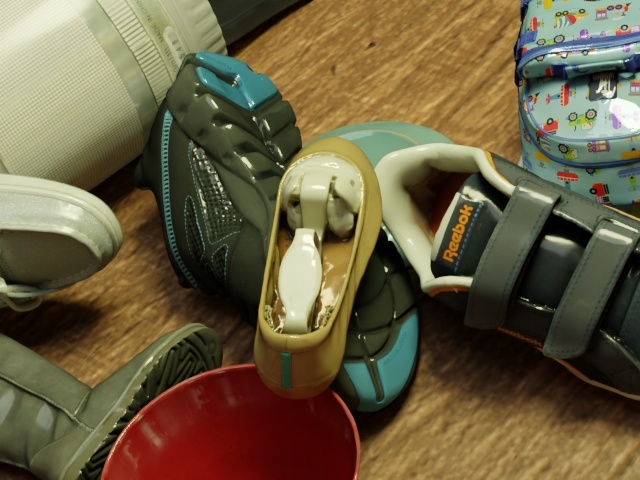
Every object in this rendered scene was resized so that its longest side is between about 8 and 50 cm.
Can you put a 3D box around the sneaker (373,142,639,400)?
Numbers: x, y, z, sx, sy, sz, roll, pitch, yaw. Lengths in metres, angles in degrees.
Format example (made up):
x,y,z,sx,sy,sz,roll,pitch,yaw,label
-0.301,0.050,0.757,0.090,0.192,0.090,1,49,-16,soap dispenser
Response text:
x,y,z,sx,sy,sz,roll,pitch,yaw,label
0.161,0.021,1.158,0.321,0.127,0.126,27,97,42,sneaker

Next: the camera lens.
x,y,z,sx,sy,sz,roll,pitch,yaw,label
-0.246,-0.145,1.414,0.274,0.219,0.219,-37,47,-17,camera lens

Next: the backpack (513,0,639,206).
x,y,z,sx,sy,sz,roll,pitch,yaw,label
0.223,-0.112,1.262,0.158,0.117,0.173,-2,49,19,backpack

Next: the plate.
x,y,z,sx,sy,sz,roll,pitch,yaw,label
0.032,-0.041,1.358,0.188,0.024,0.188,-9,45,9,plate

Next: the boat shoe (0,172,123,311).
x,y,z,sx,sy,sz,roll,pitch,yaw,label
-0.315,0.024,1.301,0.320,0.118,0.103,-4,51,8,boat shoe

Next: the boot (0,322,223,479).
x,y,z,sx,sy,sz,roll,pitch,yaw,label
-0.204,0.108,1.272,0.208,0.076,0.189,20,54,41,boot

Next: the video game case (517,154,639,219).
x,y,z,sx,sy,sz,roll,pitch,yaw,label
0.262,-0.079,1.315,0.193,0.023,0.212,5,49,23,video game case

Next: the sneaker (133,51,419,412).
x,y,z,sx,sy,sz,roll,pitch,yaw,label
-0.038,0.011,1.284,0.125,0.140,0.341,5,45,-42,sneaker

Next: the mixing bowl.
x,y,z,sx,sy,sz,roll,pitch,yaw,label
-0.050,0.184,1.114,0.181,0.098,0.181,-10,45,10,mixing bowl

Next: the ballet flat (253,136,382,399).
x,y,z,sx,sy,sz,roll,pitch,yaw,label
0.000,0.000,1.140,0.080,0.073,0.232,1,52,7,ballet flat

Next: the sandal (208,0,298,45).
x,y,z,sx,sy,sz,roll,pitch,yaw,label
-0.045,-0.265,1.567,0.097,0.054,0.254,23,51,33,sandal
